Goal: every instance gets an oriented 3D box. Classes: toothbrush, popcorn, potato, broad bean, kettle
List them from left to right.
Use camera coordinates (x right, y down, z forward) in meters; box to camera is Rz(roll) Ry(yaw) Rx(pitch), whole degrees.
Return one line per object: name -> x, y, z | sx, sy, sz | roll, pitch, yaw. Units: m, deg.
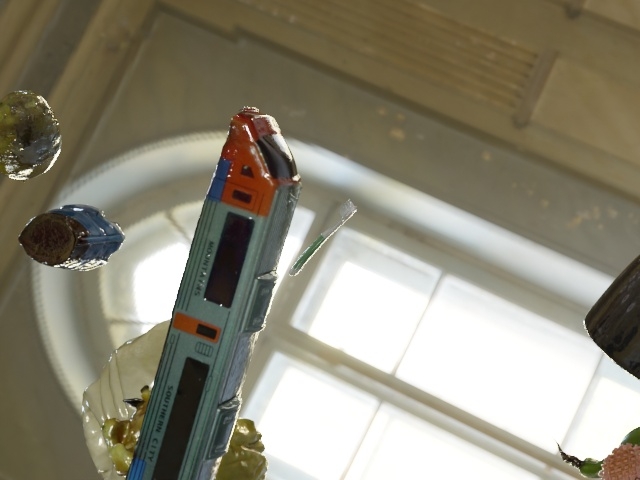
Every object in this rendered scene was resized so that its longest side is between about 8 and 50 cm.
potato -> -0.606, -0.206, 2.368 | 0.149, 0.113, 0.251 | -10, -36, -23
popcorn -> -0.164, 0.269, 1.445 | 0.195, 0.168, 0.173 | 48, -145, -32
toothbrush -> 0.000, 0.000, 1.967 | 0.018, 0.024, 0.257 | -20, -18, -34
broad bean -> 0.522, 0.336, 1.920 | 0.318, 0.098, 0.056 | -27, 10, 43
kettle -> 0.645, 0.105, 1.976 | 0.290, 0.268, 0.207 | -57, 2, 22

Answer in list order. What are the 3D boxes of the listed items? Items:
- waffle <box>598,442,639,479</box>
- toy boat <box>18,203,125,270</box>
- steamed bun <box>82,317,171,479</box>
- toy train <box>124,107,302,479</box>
waffle -> 0.464, 0.347, 1.762 | 0.083, 0.029, 0.075 | -53, 28, -17
toy boat -> -0.465, -0.005, 2.218 | 0.142, 0.309, 0.129 | -4, -87, -40
steamed bun -> -0.240, 0.266, 1.706 | 0.289, 0.203, 0.276 | 94, 180, -51
toy train -> -0.097, 0.076, 1.135 | 0.086, 0.089, 0.409 | -19, -52, -74
